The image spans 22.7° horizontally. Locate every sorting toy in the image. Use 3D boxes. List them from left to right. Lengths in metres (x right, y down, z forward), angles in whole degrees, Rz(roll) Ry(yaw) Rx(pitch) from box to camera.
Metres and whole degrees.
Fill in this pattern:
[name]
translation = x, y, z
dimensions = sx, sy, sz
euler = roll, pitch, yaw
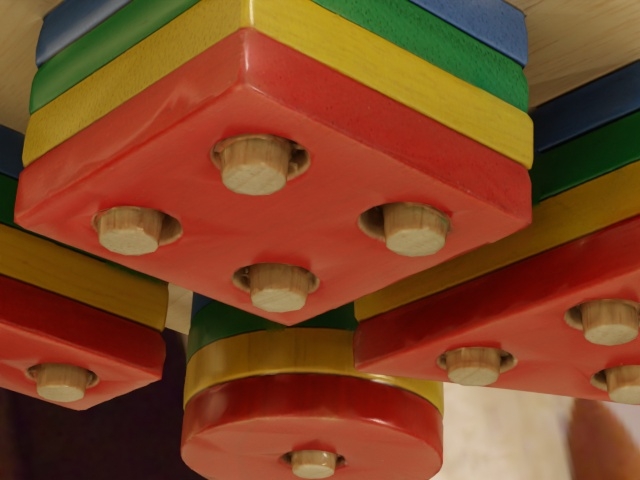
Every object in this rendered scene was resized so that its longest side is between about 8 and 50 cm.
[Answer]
[sorting toy]
translation = 0.000, 0.000, 0.470
dimensions = 0.255, 0.257, 0.089
euler = 23, 57, -36
